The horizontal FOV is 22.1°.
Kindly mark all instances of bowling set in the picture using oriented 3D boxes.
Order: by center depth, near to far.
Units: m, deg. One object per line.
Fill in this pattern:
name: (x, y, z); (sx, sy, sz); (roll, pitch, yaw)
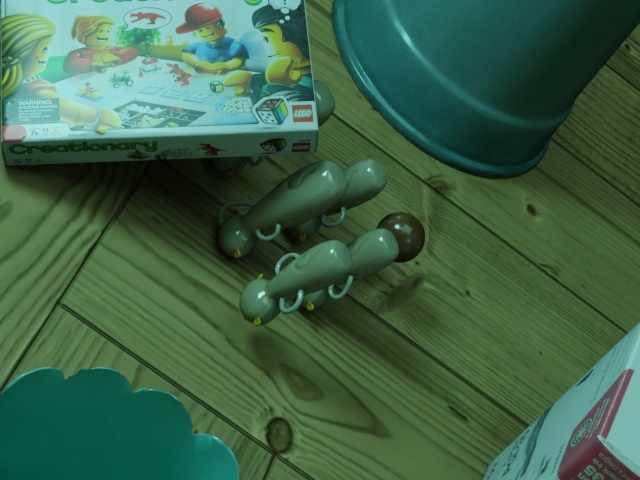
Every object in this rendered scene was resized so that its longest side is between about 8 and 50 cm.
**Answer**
bowling set: (0.000, 0.000, 1.688); (0.200, 0.154, 0.287); (39, 34, -36)

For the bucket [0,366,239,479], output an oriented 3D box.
bucket: (-0.191, 0.253, 1.235); (0.281, 0.183, 0.281); (23, 43, -24)

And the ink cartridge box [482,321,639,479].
ink cartridge box: (0.248, 0.236, 1.548); (0.117, 0.283, 0.207); (38, 39, -1)

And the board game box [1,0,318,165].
board game box: (-0.161, -0.173, 1.616); (0.305, 0.053, 0.193); (-3, 63, -7)

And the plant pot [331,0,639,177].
plant pot: (0.247, -0.309, 1.997); (0.341, 0.334, 0.341); (24, 43, -24)
